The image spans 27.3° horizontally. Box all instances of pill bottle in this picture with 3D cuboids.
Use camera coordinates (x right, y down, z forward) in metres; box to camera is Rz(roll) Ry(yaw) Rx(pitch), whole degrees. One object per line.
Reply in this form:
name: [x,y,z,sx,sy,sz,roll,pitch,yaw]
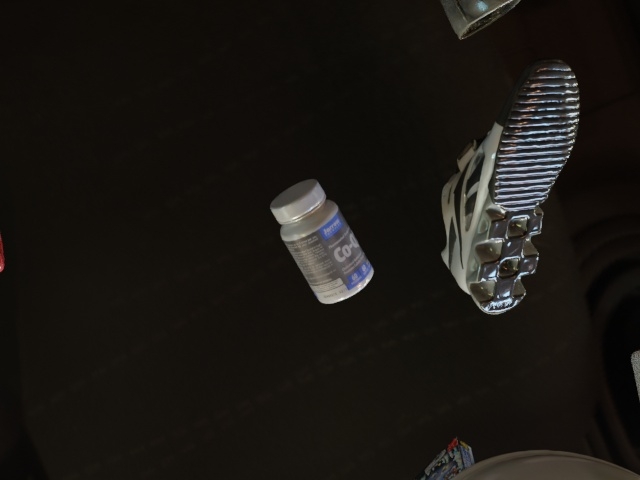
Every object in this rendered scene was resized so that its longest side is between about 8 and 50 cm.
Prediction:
pill bottle: [0.000,0.000,1.579,0.078,0.078,0.137,-33,109,-7]

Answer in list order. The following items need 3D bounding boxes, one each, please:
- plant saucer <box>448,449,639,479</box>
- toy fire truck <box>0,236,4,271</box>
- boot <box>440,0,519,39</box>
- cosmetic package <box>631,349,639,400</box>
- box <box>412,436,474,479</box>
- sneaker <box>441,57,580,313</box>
plant saucer: [0.289,0.364,1.369,0.401,0.400,0.100,1,137,-16]
toy fire truck: [-0.184,-0.080,0.576,0.047,0.135,0.192,-15,107,-9]
boot: [0.133,-0.339,1.580,0.076,0.190,0.208,-33,94,-32]
cosmetic package: [0.254,0.123,0.585,0.151,0.151,0.183,2,74,-45]
box: [0.129,0.306,1.567,0.027,0.094,0.137,39,103,-12]
sneaker: [0.216,-0.085,1.652,0.122,0.146,0.330,-1,117,-33]
